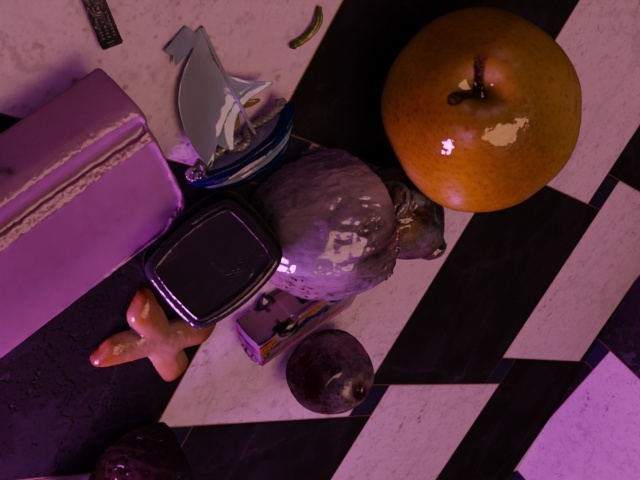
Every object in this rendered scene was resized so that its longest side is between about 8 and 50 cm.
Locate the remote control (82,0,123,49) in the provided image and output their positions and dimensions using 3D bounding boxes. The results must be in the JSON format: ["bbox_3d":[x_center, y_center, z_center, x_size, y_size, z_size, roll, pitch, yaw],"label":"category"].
[{"bbox_3d":[-0.290,-0.295,1.081,0.034,0.016,0.091,-23,138,-9],"label":"remote control"}]

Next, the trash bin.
[{"bbox_3d":[-0.170,0.030,1.304,0.209,0.182,0.290,-39,-174,-5],"label":"trash bin"}]

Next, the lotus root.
[{"bbox_3d":[0.169,-0.046,1.674,0.175,0.175,0.349,-50,153,-1],"label":"lotus root"}]

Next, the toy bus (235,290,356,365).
[{"bbox_3d":[-0.041,0.139,1.674,0.274,0.090,0.112,-32,147,-24],"label":"toy bus"}]

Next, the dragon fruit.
[{"bbox_3d":[0.000,0.000,1.497,0.221,0.204,0.282,-18,133,-35],"label":"dragon fruit"}]

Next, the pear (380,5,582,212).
[{"bbox_3d":[0.285,-0.230,1.476,0.362,0.362,0.418,-57,172,10],"label":"pear"}]

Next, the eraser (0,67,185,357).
[{"bbox_3d":[-0.374,-0.028,1.116,0.359,0.122,0.272,-38,151,-15],"label":"eraser"}]

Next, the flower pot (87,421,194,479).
[{"bbox_3d":[-0.372,0.503,1.517,0.267,0.266,0.266,-19,135,-22],"label":"flower pot"}]

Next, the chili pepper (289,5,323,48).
[{"bbox_3d":[-0.020,-0.340,1.328,0.083,0.017,0.030,-49,143,0],"label":"chili pepper"}]

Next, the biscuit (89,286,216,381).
[{"bbox_3d":[-0.291,0.176,1.476,0.164,0.047,0.208,-55,144,5],"label":"biscuit"}]

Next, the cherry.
[{"bbox_3d":[0.028,0.291,1.802,0.195,0.195,0.195,-28,139,-28],"label":"cherry"}]

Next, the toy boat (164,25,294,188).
[{"bbox_3d":[-0.150,-0.205,1.276,0.220,0.067,0.291,-40,140,-13],"label":"toy boat"}]
